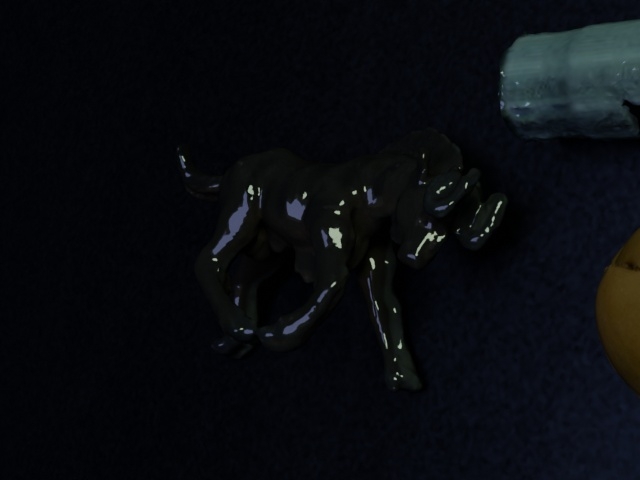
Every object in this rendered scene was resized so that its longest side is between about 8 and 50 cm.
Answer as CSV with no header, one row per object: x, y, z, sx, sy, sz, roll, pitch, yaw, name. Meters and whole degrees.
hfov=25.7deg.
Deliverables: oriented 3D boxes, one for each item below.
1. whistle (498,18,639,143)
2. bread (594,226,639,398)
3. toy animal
0.225,-0.079,0.630,0.312,0.062,0.062,0,81,41,whistle
0.204,0.041,0.594,0.189,0.077,0.114,23,77,31,bread
0.000,0.000,0.808,0.233,0.084,0.148,7,74,42,toy animal
